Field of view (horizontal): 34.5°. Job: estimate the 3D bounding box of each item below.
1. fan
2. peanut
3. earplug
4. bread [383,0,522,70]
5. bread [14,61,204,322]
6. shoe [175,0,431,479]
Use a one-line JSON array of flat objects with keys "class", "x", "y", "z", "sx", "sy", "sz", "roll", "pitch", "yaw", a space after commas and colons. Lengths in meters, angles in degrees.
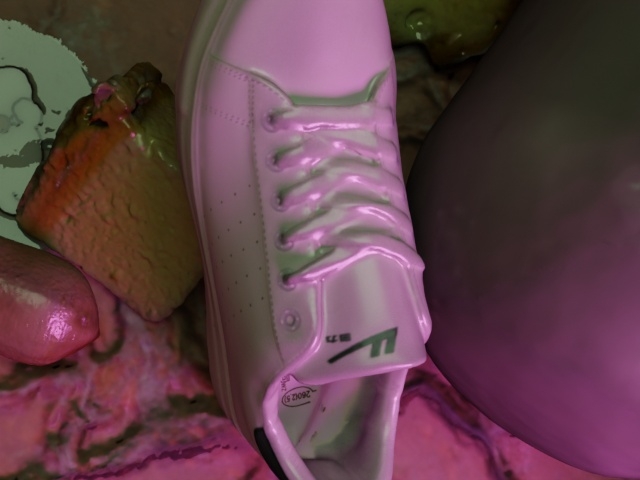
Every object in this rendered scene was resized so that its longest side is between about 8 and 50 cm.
[{"class": "fan", "x": -0.181, "y": -0.067, "z": 0.763, "sx": 0.329, "sy": 0.009, "sz": 0.191, "roll": 4, "pitch": 79, "yaw": -13}, {"class": "peanut", "x": -0.220, "y": 0.034, "z": 0.697, "sx": 0.152, "sy": 0.076, "sz": 0.076, "roll": 25, "pitch": 71, "yaw": -7}, {"class": "earplug", "x": 0.230, "y": -0.045, "z": 0.689, "sx": 0.312, "sy": 0.312, "sz": 0.394, "roll": 39, "pitch": 73, "yaw": 0}, {"class": "bread", "x": 0.106, "y": -0.277, "z": 0.822, "sx": 0.174, "sy": 0.252, "sz": 0.133, "roll": 19, "pitch": 29, "yaw": -5}, {"class": "bread", "x": -0.125, "y": -0.035, "z": 0.735, "sx": 0.147, "sy": 0.127, "sz": 0.152, "roll": 42, "pitch": 108, "yaw": -6}, {"class": "shoe", "x": 0.000, "y": 0.000, "z": 0.606, "sx": 0.131, "sy": 0.160, "sz": 0.363, "roll": -9, "pitch": 118, "yaw": -23}]
